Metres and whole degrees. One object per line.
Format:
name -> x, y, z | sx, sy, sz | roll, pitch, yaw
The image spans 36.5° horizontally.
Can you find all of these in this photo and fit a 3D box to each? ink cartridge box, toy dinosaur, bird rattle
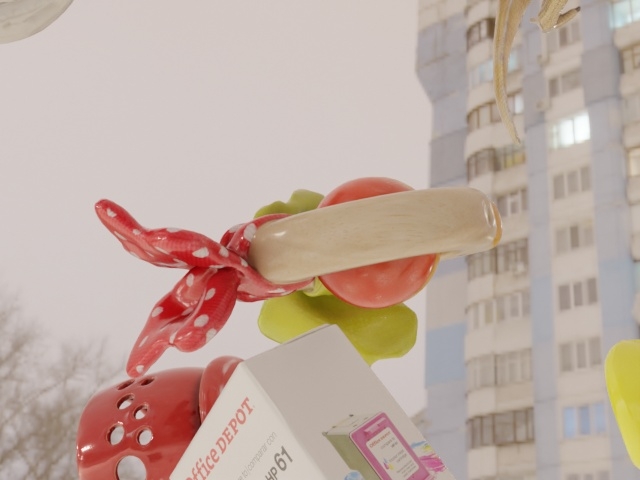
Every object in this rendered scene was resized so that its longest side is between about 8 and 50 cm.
ink cartridge box -> 0.006, 0.106, 0.356 | 0.052, 0.122, 0.088 | -17, -30, -41
toy dinosaur -> 0.086, -0.120, 0.380 | 0.053, 0.183, 0.092 | 23, -6, 8
bird rattle -> 0.000, 0.000, 0.592 | 0.207, 0.143, 0.253 | -17, -16, 24

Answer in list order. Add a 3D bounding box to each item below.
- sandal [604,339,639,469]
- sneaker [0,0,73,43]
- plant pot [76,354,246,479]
sandal -> 0.347, 0.124, 0.765 | 0.138, 0.126, 0.317 | -19, -14, 34
sneaker -> -0.239, -0.235, 0.381 | 0.135, 0.150, 0.366 | -38, -55, 14
plant pot -> -0.130, 0.218, 1.014 | 0.174, 0.191, 0.191 | -24, -34, 16
